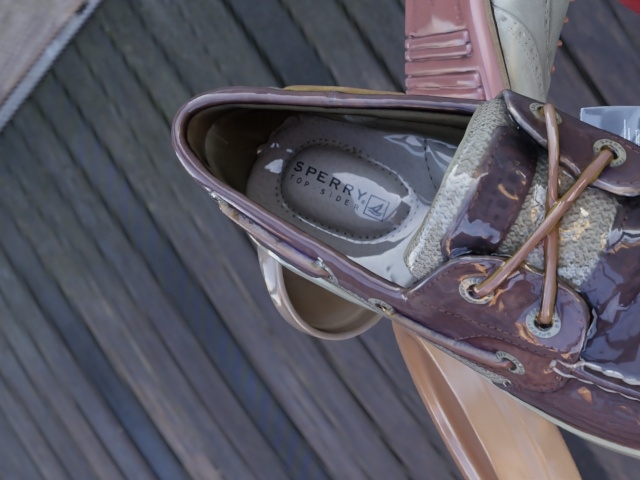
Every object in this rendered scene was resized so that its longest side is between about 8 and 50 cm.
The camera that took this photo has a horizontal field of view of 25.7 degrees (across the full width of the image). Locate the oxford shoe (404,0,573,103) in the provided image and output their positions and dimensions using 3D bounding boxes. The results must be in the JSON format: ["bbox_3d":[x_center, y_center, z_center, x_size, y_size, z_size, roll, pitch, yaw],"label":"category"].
[{"bbox_3d":[0.141,-0.159,1.020,0.140,0.146,0.397,23,129,63],"label":"oxford shoe"}]

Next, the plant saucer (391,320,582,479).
[{"bbox_3d":[0.092,0.101,0.792,0.200,0.037,0.200,61,173,12],"label":"plant saucer"}]

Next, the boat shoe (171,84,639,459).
[{"bbox_3d":[0.079,0.001,0.579,0.342,0.123,0.123,24,88,34],"label":"boat shoe"}]

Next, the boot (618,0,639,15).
[{"bbox_3d":[0.291,-0.099,0.950,0.088,0.244,0.176,-19,58,58],"label":"boot"}]

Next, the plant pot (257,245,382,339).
[{"bbox_3d":[0.000,0.000,1.774,0.109,0.237,0.237,12,120,47],"label":"plant pot"}]

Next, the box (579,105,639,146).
[{"bbox_3d":[0.346,0.019,1.619,0.076,0.242,0.308,-1,84,15],"label":"box"}]
